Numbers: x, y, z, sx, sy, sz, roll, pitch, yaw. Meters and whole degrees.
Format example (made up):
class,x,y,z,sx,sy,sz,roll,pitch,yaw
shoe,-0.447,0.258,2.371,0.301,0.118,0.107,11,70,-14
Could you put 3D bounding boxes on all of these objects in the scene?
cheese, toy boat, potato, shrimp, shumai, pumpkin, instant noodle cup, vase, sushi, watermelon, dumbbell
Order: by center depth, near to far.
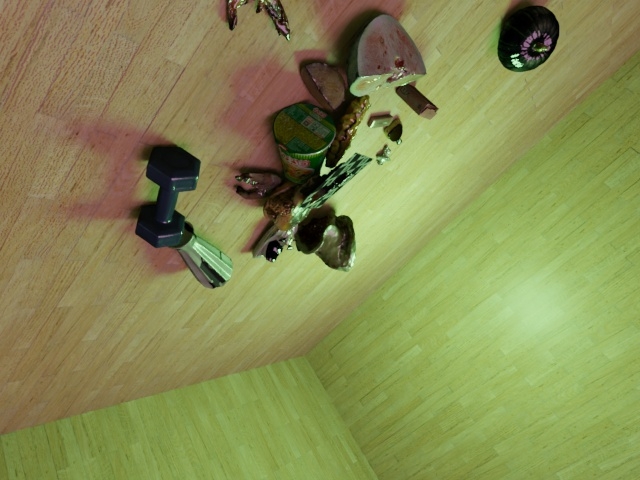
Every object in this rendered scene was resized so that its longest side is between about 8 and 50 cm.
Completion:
class,x,y,z,sx,sy,sz,roll,pitch,yaw
shrimp,-0.157,-0.555,1.041,0.147,0.035,0.195,-39,148,0
dumbbell,-0.471,-0.127,1.273,0.325,0.160,0.144,-58,179,38
potato,0.003,-0.502,1.315,0.172,0.089,0.101,44,78,-33
watermelon,0.176,-0.579,1.321,0.175,0.188,0.321,-13,-179,42
instant noodle cup,-0.064,-0.312,1.425,0.207,0.207,0.233,-28,162,-16
sushi,0.043,-0.232,1.503,0.292,0.059,0.294,-41,172,16
shrimp,-0.247,-0.202,1.529,0.145,0.059,0.254,-40,162,33
vase,-0.464,0.062,1.610,0.165,0.165,0.360,-33,151,-6
pumpkin,0.835,-0.801,1.660,0.249,0.216,0.250,-8,131,-10
cheese,0.332,-0.463,1.816,0.086,0.036,0.162,-42,154,8
toy boat,-0.194,0.007,1.872,0.269,0.141,0.140,-36,159,35
shumai,0.000,0.000,2.012,0.288,0.330,0.292,-5,107,-18

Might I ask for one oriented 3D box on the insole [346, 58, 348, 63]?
class,x,y,z,sx,sy,sz,roll,pitch,yaw
insole,0.142,-0.606,1.370,0.135,0.002,0.045,-26,153,-20

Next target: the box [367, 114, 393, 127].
class,x,y,z,sx,sy,sz,roll,pitch,yaw
box,0.244,-0.483,1.684,0.115,0.025,0.048,-17,148,-34

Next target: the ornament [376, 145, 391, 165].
class,x,y,z,sx,sy,sz,roll,pitch,yaw
ornament,0.291,-0.383,1.899,0.068,0.041,0.092,27,129,-38

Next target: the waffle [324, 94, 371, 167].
class,x,y,z,sx,sy,sz,roll,pitch,yaw
waffle,0.098,-0.396,1.502,0.282,0.058,0.301,-58,176,-27

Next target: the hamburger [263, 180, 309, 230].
class,x,y,z,sx,sy,sz,roll,pitch,yaw
hamburger,-0.108,-0.152,1.646,0.243,0.146,0.286,-48,171,4

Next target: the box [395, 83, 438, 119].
class,x,y,z,sx,sy,sz,roll,pitch,yaw
box,0.373,-0.538,1.601,0.111,0.156,0.060,-4,139,-53
